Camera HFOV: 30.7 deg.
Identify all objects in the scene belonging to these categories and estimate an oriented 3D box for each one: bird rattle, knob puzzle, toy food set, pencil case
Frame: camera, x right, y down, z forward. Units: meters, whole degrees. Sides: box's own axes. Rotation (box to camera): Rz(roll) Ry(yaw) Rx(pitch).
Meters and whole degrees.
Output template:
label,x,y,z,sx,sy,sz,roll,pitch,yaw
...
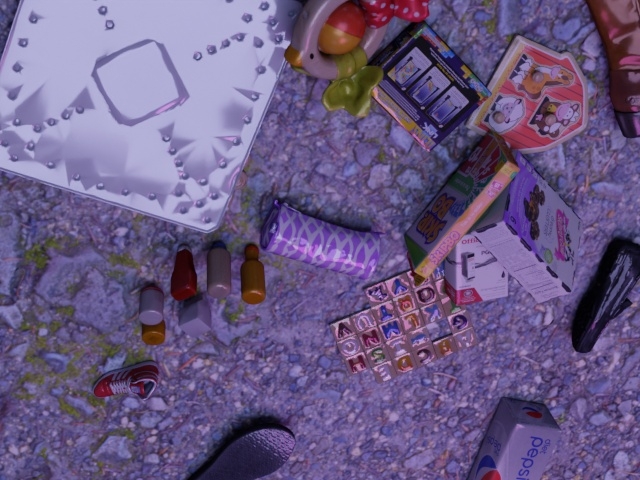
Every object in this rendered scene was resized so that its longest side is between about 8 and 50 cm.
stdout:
label,x,y,z,sx,sy,sz,roll,pitch,yaw
bird rattle,0.053,-0.308,1.693,0.207,0.143,0.253,4,132,-52
knob puzzle,0.358,-0.220,1.898,0.213,0.030,0.213,-5,117,-10
toy food set,-0.208,0.076,1.911,0.232,0.104,0.111,-26,134,22
pencil case,0.000,0.000,1.908,0.206,0.086,0.088,18,84,-21

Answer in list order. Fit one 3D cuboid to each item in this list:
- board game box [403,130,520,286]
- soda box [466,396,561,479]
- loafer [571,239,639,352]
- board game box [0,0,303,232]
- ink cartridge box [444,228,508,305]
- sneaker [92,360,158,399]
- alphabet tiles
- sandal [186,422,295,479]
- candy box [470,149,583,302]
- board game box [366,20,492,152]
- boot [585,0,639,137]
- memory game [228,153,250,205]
label,x,y,z,sx,sy,sz,roll,pitch,yaw
board game box,0.218,-0.050,1.891,0.039,0.124,0.259,29,112,-18
soda box,0.347,0.442,2.197,0.098,0.091,0.286,12,113,-17
loafer,0.516,0.106,2.071,0.078,0.076,0.223,18,108,-12
board game box,-0.271,-0.240,1.733,0.390,0.050,0.389,17,109,-19
ink cartridge box,0.266,0.033,1.987,0.099,0.056,0.135,-10,117,-12
sneaker,-0.329,0.247,1.968,0.119,0.067,0.042,-23,118,0
alphabet tiles,0.143,0.149,2.052,0.237,0.009,0.198,-22,119,-1
sandal,-0.156,0.399,2.099,0.254,0.054,0.097,-36,111,18
candy box,0.342,-0.022,1.915,0.070,0.164,0.196,-23,126,39
board game box,0.163,-0.244,1.835,0.141,0.048,0.170,-42,118,12
boot,0.569,-0.336,1.872,0.264,0.096,0.280,-17,112,6
memory game,-0.201,-0.119,1.841,0.186,0.012,0.186,-5,117,-9
